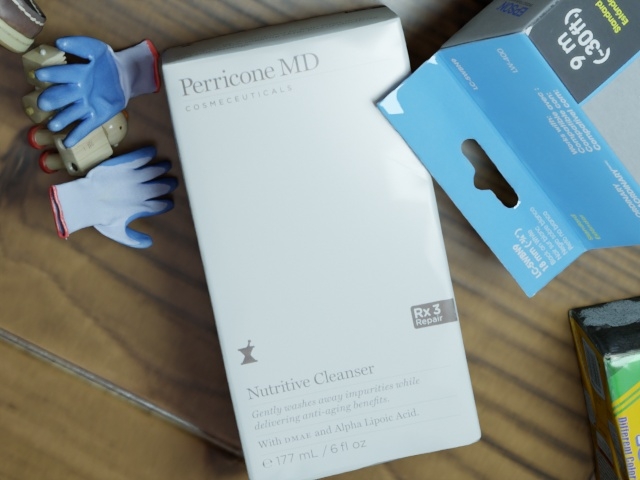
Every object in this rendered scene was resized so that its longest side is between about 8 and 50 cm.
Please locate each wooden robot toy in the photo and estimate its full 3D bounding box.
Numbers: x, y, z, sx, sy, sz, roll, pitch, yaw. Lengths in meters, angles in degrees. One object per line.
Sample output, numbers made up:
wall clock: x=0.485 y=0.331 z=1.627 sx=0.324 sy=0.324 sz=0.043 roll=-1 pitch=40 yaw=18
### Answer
wooden robot toy: x=-0.211 y=-0.102 z=1.767 sx=0.079 sy=0.076 sz=0.173 roll=-37 pitch=119 yaw=-34

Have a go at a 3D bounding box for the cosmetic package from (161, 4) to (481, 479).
cosmetic package: x=0.000 y=0.000 z=1.748 sx=0.217 sy=0.156 sz=0.385 roll=-13 pitch=103 yaw=0

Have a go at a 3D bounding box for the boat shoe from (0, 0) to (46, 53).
boat shoe: x=-0.323 y=-0.321 z=1.680 sx=0.123 sy=0.123 sz=0.342 roll=-34 pitch=96 yaw=4

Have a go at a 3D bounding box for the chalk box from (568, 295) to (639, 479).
chalk box: x=0.393 y=0.136 z=1.794 sx=0.289 sy=0.180 sz=0.179 roll=-11 pitch=102 yaw=-1

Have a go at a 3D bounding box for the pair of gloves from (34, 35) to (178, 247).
pair of gloves: x=-0.184 y=-0.085 z=1.731 sx=0.023 sy=0.159 sz=0.198 roll=-2 pitch=102 yaw=38

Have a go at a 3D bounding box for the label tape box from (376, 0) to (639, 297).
label tape box: x=0.253 y=-0.128 z=1.647 sx=0.333 sy=0.106 sz=0.240 roll=-42 pitch=113 yaw=-5
